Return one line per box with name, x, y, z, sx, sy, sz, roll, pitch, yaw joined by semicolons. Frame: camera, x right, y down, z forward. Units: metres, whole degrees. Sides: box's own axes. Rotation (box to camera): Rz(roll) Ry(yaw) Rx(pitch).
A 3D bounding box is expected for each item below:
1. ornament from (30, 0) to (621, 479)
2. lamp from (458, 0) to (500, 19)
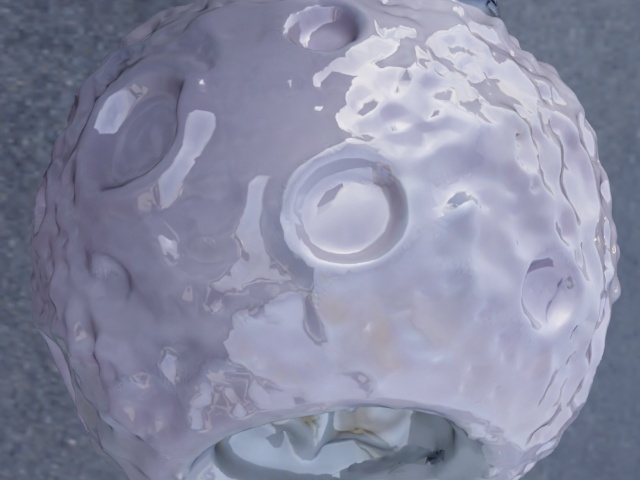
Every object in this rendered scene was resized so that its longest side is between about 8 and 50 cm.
ornament;0.000;0.000;0.684;0.259;0.259;0.225;39;40;-48
lamp;0.094;-0.031;1.027;0.172;0.147;0.227;33;33;-64
